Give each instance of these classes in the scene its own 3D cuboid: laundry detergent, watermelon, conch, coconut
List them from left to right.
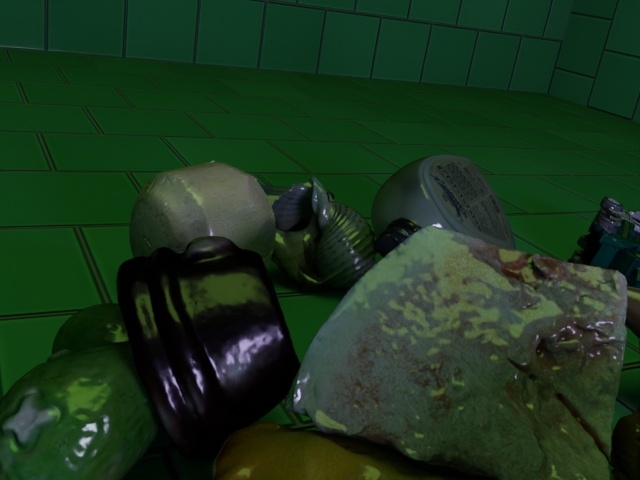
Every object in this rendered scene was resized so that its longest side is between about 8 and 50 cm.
[{"bbox_3d":[-0.131,-0.013,0.841,0.182,0.171,0.170,-16,33,-43],"label":"coconut"},{"bbox_3d":[0.001,0.004,0.925,0.135,0.102,0.153,-30,69,-13],"label":"conch"},{"bbox_3d":[0.161,-0.005,0.928,0.105,0.215,0.280,-28,0,33],"label":"laundry detergent"},{"bbox_3d":[0.134,0.117,0.573,0.310,0.193,0.231,31,-29,-31],"label":"watermelon"}]

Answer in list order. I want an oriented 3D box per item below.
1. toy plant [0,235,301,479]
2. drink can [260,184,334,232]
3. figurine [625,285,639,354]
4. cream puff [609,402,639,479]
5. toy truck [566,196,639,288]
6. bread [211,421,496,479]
[{"bbox_3d":[-0.138,0.105,0.558,0.235,0.175,0.218,-22,19,-4],"label":"toy plant"},{"bbox_3d":[-0.101,-0.035,0.995,0.235,0.097,0.097,3,22,-15],"label":"drink can"},{"bbox_3d":[0.450,0.140,0.720,0.386,0.166,0.207,20,60,9],"label":"figurine"},{"bbox_3d":[0.308,0.196,0.574,0.126,0.103,0.144,18,19,-16],"label":"cream puff"},{"bbox_3d":[0.482,0.013,1.114,0.116,0.110,0.216,30,26,16],"label":"toy truck"},{"bbox_3d":[0.025,0.205,0.448,0.233,0.088,0.161,17,19,12],"label":"bread"}]
